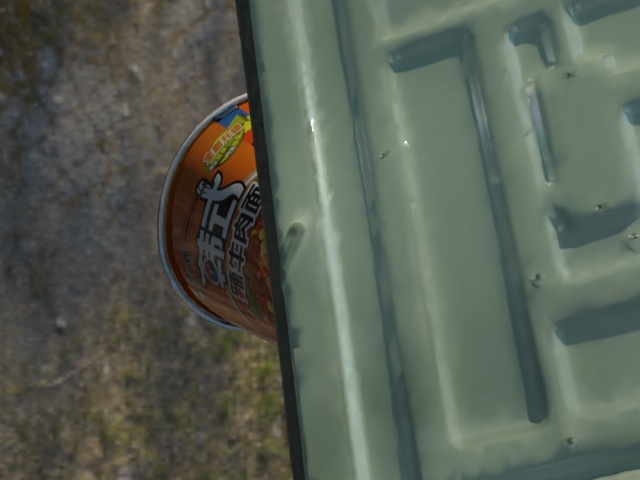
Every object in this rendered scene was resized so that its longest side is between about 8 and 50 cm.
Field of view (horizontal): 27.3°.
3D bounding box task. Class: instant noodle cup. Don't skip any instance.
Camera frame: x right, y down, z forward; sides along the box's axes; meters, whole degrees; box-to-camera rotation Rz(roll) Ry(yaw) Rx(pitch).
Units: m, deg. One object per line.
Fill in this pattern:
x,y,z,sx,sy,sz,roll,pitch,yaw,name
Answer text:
0.000,0.000,1.206,0.250,0.192,0.250,-11,113,-28,instant noodle cup

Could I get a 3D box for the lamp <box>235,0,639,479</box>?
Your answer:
0.107,-0.031,0.417,0.047,0.269,0.266,39,38,-58,lamp
